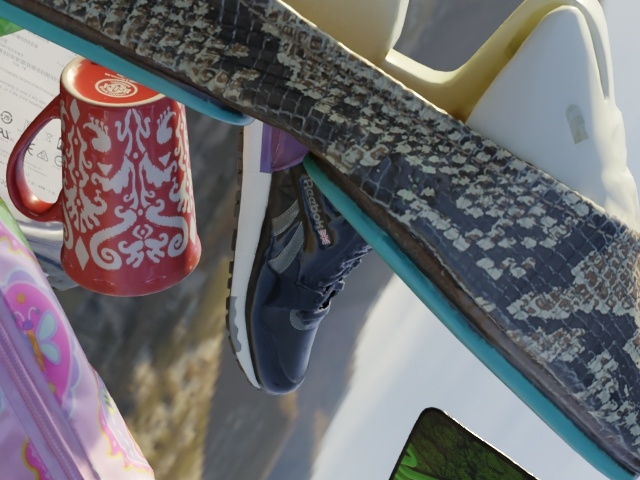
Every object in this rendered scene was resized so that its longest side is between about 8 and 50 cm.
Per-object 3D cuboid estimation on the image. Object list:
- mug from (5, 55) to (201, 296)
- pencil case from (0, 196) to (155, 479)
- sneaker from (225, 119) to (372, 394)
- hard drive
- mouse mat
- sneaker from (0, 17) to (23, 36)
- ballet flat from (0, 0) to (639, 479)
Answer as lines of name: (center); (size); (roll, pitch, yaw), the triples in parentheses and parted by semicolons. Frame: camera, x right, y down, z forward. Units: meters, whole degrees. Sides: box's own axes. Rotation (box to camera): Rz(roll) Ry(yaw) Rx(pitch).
mug: (-0.169, -0.054, 1.242); (0.113, 0.150, 0.169); (-108, -164, -51)
pencil case: (-0.194, 0.062, 0.890); (0.124, 0.284, 0.124); (-27, -173, 3)
sneaker: (0.000, 0.000, 1.283); (0.107, 0.124, 0.283); (-43, 139, -63)
hard drive: (-0.280, -0.151, 1.456); (0.064, 0.237, 0.339); (-20, -127, 44)
mouse mat: (0.119, 0.208, 1.036); (0.007, 0.190, 0.152); (-33, 152, -46)
sneaker: (-0.204, -0.244, 1.091); (0.202, 0.483, 0.185); (-65, 155, -49)
ballet flat: (0.013, -0.089, 0.734); (0.182, 0.483, 0.164); (-54, 179, 9)
